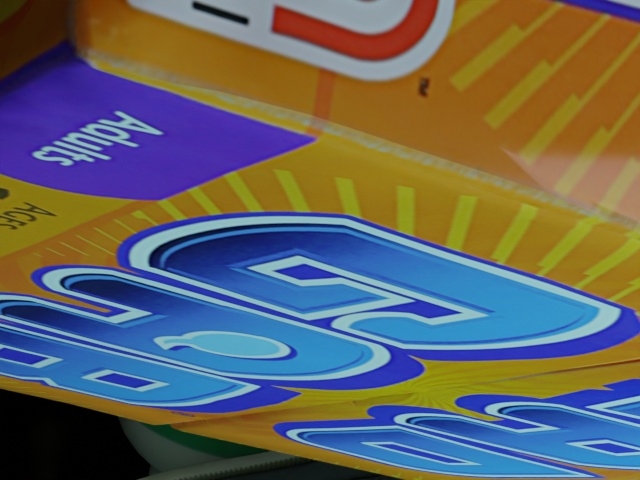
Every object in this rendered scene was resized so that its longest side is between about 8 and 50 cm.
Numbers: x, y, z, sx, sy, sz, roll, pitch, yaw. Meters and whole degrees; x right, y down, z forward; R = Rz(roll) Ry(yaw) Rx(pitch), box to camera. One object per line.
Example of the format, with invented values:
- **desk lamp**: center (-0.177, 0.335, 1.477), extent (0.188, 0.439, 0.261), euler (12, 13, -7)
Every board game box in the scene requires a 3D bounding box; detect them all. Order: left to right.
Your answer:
- **board game box**: center (0.053, -0.128, 0.566), extent (0.356, 0.356, 0.356), euler (16, 74, -26)

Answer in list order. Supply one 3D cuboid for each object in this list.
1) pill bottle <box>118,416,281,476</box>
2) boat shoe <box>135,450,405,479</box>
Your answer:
- **pill bottle**: center (0.000, 0.000, 0.913), extent (0.204, 0.204, 0.361), euler (-39, 133, -57)
- **boat shoe**: center (-0.023, 0.156, 0.809), extent (0.099, 0.319, 0.116), euler (-101, 168, -70)
